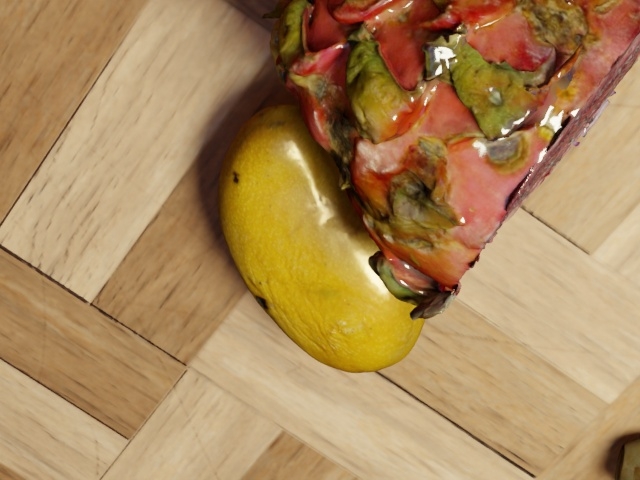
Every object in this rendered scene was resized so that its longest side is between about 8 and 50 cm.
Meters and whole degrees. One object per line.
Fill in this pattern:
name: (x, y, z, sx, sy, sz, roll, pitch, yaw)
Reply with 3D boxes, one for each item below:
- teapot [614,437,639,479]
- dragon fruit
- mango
teapot: (0.310, 0.235, 1.449, 0.080, 0.085, 0.110, 13, 139, 4)
dragon fruit: (0.087, -0.149, 1.189, 0.263, 0.314, 0.296, 37, 145, 7)
mango: (0.002, -0.001, 1.355, 0.157, 0.109, 0.262, -15, 110, 27)
